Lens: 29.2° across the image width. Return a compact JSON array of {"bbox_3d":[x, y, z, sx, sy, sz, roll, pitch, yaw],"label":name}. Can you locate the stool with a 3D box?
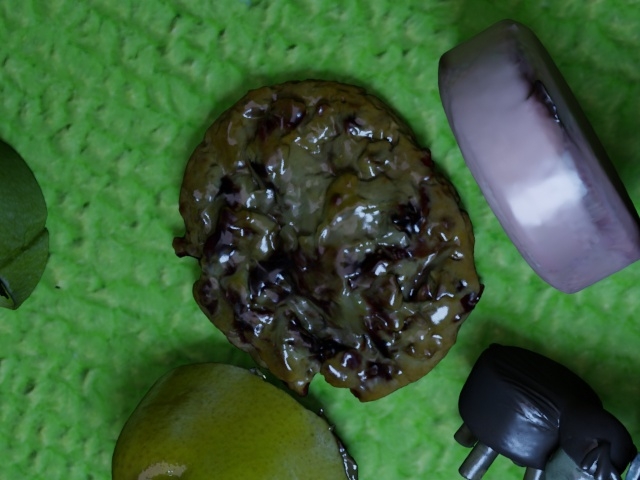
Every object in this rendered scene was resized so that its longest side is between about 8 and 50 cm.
[{"bbox_3d":[0.202,0.179,1.120,0.217,0.125,0.121,43,116,49],"label":"stool"}]

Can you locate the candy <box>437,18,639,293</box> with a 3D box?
[{"bbox_3d":[0.190,-0.075,1.063,0.094,0.255,0.255,-29,84,16],"label":"candy"}]

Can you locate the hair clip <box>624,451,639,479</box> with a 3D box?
[{"bbox_3d":[0.373,0.232,1.032,0.206,0.194,0.310,36,130,30],"label":"hair clip"}]

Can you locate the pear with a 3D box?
[{"bbox_3d":[-0.114,0.262,1.201,0.267,0.178,0.267,7,109,22],"label":"pear"}]

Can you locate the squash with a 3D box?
[{"bbox_3d":[-0.442,-0.033,1.227,0.233,0.309,0.210,15,97,15],"label":"squash"}]

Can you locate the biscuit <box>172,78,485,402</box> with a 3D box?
[{"bbox_3d":[-0.003,0.003,1.218,0.334,0.081,0.289,46,103,11],"label":"biscuit"}]
